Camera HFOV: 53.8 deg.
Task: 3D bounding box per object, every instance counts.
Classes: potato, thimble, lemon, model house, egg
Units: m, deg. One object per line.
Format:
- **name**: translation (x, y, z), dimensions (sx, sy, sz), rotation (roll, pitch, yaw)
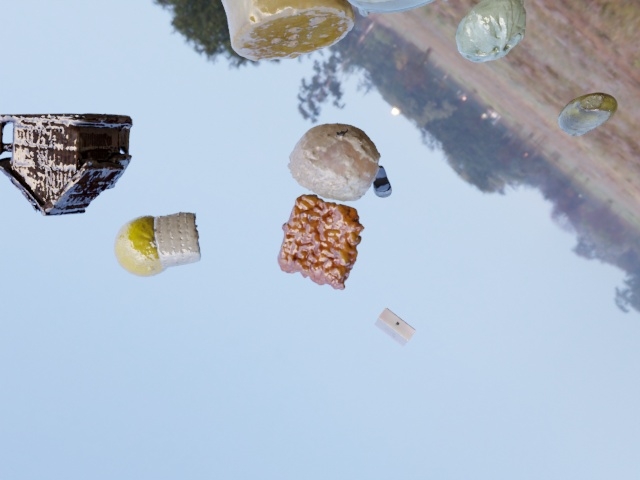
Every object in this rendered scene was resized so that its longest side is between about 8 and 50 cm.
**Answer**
- **potato**: translation (0.864, -0.417, 2.046), dimensions (0.251, 0.149, 0.113), rotation (100, 168, -78)
- **thimble**: translation (-0.299, -0.002, 1.335), dimensions (0.090, 0.102, 0.115), rotation (-10, -112, -9)
- **lemon**: translation (-0.544, 0.018, 1.967), dimensions (0.192, 0.231, 0.192), rotation (8, -107, -28)
- **model house**: translation (-0.709, -0.213, 1.780), dimensions (0.297, 0.283, 0.317), rotation (1, -171, 16)
- **egg**: translation (0.051, -0.258, 2.065), dimensions (0.310, 0.279, 0.279), rotation (7, -145, -20)

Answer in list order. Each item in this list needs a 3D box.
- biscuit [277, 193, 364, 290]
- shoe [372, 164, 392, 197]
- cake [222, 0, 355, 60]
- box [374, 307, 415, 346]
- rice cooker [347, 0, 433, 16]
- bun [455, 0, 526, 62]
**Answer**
- **biscuit**: translation (0.000, 0.000, 2.326), dimensions (0.312, 0.318, 0.110), rotation (19, 180, 28)
- **shoe**: translation (0.230, -0.204, 2.353), dimensions (0.179, 0.071, 0.049), rotation (66, -176, -53)
- **cake**: translation (-0.093, -0.638, 1.533), dimensions (0.332, 0.332, 0.321), rotation (-5, -99, -59)
- **box**: translation (0.258, 0.301, 2.188), dimensions (0.129, 0.051, 0.130), rotation (38, 166, 11)
- **rice cooker**: translation (0.126, -0.567, 1.094), dimensions (0.316, 0.316, 0.264), rotation (32, -135, -18)
- **bun**: translation (0.465, -0.555, 1.681), dimensions (0.127, 0.204, 0.212), rotation (57, -158, 15)
